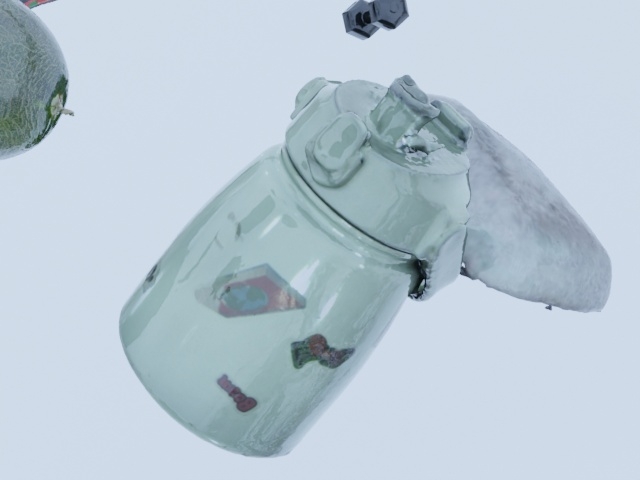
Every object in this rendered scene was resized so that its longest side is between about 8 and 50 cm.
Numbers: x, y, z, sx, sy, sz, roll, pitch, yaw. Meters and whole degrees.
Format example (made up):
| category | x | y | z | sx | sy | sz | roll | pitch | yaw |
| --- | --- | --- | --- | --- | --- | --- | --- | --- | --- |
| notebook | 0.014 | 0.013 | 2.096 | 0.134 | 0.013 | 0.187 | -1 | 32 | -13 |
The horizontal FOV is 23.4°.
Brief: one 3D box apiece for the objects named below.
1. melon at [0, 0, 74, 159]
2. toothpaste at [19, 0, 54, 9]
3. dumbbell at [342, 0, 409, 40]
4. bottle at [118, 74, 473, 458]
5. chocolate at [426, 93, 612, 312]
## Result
| category | x | y | z | sx | sy | sz | roll | pitch | yaw |
| --- | --- | --- | --- | --- | --- | --- | --- | --- | --- |
| melon | -0.231 | -0.110 | 0.983 | 0.167 | 0.114 | 0.114 | 21 | -109 | 6 |
| toothpaste | -0.372 | -0.351 | 1.890 | 0.071 | 0.045 | 0.193 | -22 | -120 | 0 |
| dumbbell | 0.053 | -0.219 | 1.498 | 0.036 | 0.083 | 0.040 | -12 | -87 | -24 |
| bottle | 0.000 | 0.000 | 1.358 | 0.352 | 0.229 | 0.229 | -52 | -128 | 22 |
| chocolate | 0.166 | -0.049 | 1.530 | 0.100 | 0.185 | 0.303 | -56 | -134 | 22 |
